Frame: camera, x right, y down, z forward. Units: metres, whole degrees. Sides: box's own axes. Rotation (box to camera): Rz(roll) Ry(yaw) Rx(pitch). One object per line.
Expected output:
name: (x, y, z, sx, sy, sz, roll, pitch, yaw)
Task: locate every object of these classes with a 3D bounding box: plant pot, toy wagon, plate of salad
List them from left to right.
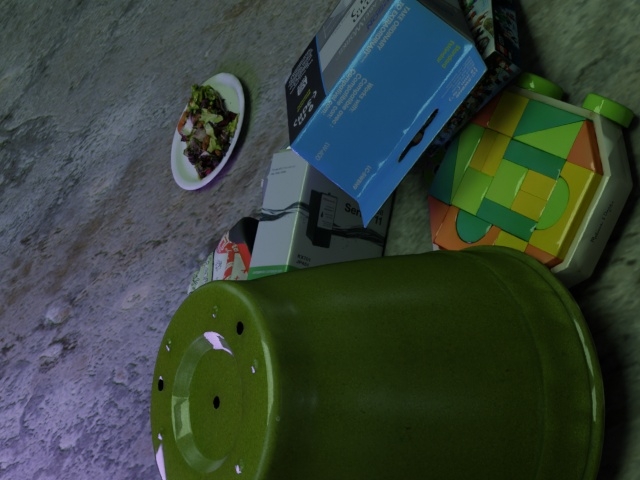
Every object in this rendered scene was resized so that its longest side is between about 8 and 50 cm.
plate of salad: (-0.189, -0.178, 2.176, 0.200, 0.048, 0.199, -28, 51, 42)
plant pot: (0.030, 0.172, 1.388, 0.366, 0.353, 0.366, -13, 75, 54)
toy wagon: (0.210, -0.062, 1.573, 0.344, 0.068, 0.267, 31, 98, 54)

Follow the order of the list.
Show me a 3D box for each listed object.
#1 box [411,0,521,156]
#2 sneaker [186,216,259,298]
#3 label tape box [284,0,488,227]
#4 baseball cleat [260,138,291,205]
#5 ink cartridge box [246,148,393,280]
box: (0.171, -0.227, 1.668, 0.159, 0.044, 0.233, -44, 23, 30)
sneaker: (-0.113, 0.107, 1.898, 0.145, 0.090, 0.270, -45, 38, 31)
label tape box: (0.066, -0.202, 1.649, 0.240, 0.106, 0.333, -53, 19, 21)
baseball cleat: (-0.011, -0.113, 1.889, 0.109, 0.072, 0.206, 36, 106, 47)
ink cartridge box: (0.000, 0.000, 1.746, 0.087, 0.153, 0.208, -6, 69, 51)
